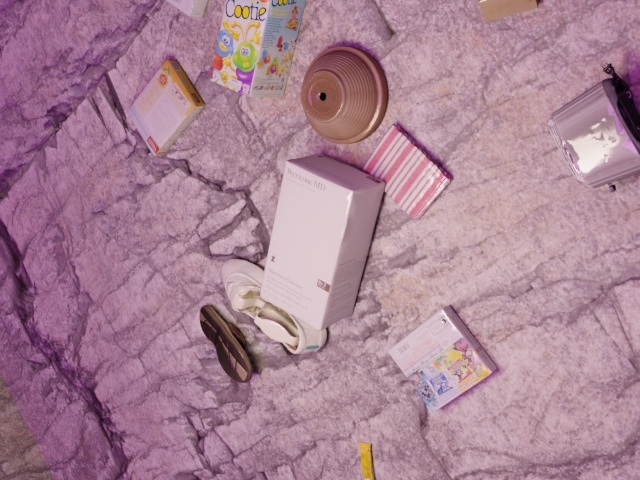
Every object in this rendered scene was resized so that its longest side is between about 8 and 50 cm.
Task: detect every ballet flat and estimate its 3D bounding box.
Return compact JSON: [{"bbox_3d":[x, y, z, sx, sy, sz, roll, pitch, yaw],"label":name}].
[{"bbox_3d":[-0.159,0.178,1.940,0.400,0.139,0.139,34,118,24],"label":"ballet flat"}]

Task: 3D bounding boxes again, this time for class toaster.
[{"bbox_3d":[0.544,-0.209,1.365,0.146,0.129,0.227,-31,84,38],"label":"toaster"}]

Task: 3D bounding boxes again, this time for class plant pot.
[{"bbox_3d":[0.036,-0.348,1.698,0.237,0.109,0.238,8,105,32],"label":"plant pot"}]

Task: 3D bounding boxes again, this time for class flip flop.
[{"bbox_3d":[-0.270,0.296,2.084,0.277,0.080,0.112,49,129,34],"label":"flip flop"}]

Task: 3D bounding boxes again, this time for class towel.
[{"bbox_3d":[0.203,-0.162,1.676,0.197,0.029,0.144,48,125,17],"label":"towel"}]

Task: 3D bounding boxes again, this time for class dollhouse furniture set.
[{"bbox_3d":[0.393,-0.564,1.449,0.144,0.123,0.151,-6,132,36],"label":"dollhouse furniture set"}]

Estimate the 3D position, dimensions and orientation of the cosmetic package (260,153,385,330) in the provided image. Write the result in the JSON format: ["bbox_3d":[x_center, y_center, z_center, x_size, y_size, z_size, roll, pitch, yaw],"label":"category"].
[{"bbox_3d":[0.000,0.000,1.764,0.217,0.156,0.385,25,118,30],"label":"cosmetic package"}]

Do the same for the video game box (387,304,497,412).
[{"bbox_3d":[0.291,0.287,1.703,0.205,0.048,0.187,-44,73,34],"label":"video game box"}]

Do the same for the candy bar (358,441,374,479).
[{"bbox_3d":[0.129,0.626,1.910,0.040,0.018,0.162,-3,99,39],"label":"candy bar"}]

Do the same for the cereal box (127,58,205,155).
[{"bbox_3d":[-0.457,-0.386,2.068,0.240,0.047,0.173,-40,77,35],"label":"cereal box"}]

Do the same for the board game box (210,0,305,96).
[{"bbox_3d":[-0.156,-0.515,1.770,0.142,0.144,0.276,28,115,27],"label":"board game box"}]

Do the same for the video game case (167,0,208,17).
[{"bbox_3d":[-0.389,-0.782,1.922,0.269,0.061,0.244,38,121,22],"label":"video game case"}]
